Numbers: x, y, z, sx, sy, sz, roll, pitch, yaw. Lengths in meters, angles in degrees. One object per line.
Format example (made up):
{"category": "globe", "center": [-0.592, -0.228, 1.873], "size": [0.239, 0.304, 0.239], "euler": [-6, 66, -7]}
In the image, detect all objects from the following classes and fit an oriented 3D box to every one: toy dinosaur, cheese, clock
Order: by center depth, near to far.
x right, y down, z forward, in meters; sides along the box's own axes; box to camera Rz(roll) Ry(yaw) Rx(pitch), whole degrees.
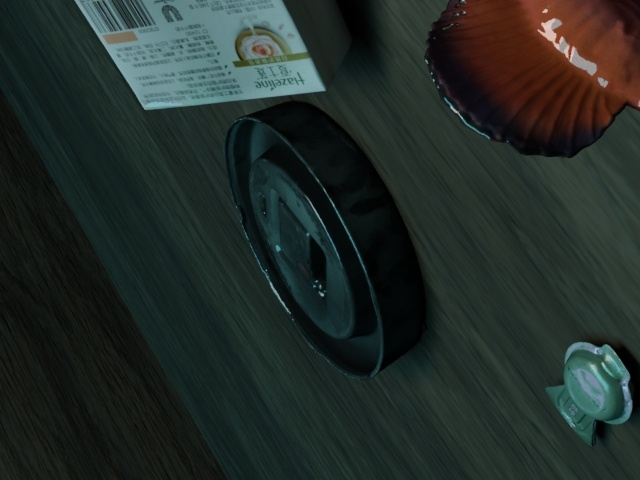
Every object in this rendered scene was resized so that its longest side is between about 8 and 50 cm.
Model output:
{"category": "toy dinosaur", "center": [0.144, -0.074, 0.499], "size": [0.286, 0.139, 0.070], "euler": [54, 159, 23]}
{"category": "cheese", "center": [0.203, 0.114, 0.753], "size": [0.067, 0.026, 0.120], "euler": [55, 159, 22]}
{"category": "clock", "center": [-0.001, 0.001, 1.063], "size": [0.312, 0.061, 0.312], "euler": [50, 157, 31]}

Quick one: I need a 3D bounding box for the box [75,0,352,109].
{"category": "box", "center": [-0.090, -0.190, 0.844], "size": [0.199, 0.081, 0.135], "euler": [1, 139, 30]}
